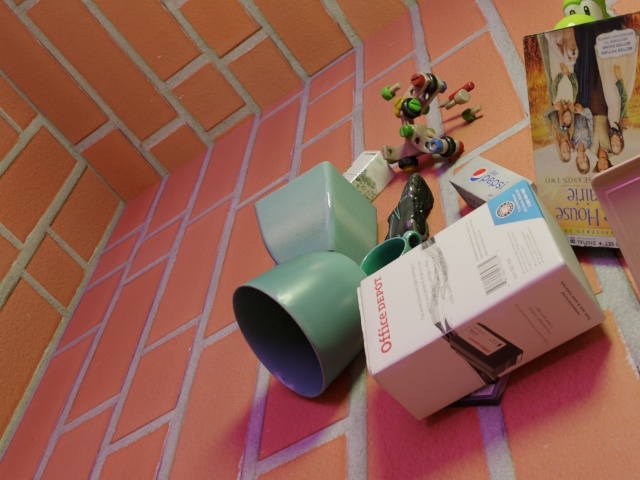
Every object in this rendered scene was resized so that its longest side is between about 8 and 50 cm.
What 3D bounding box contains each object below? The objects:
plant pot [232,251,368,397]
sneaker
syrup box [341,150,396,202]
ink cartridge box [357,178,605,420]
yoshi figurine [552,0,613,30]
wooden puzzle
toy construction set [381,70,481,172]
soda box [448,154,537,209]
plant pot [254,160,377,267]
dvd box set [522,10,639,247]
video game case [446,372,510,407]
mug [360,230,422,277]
[{"bbox_3d":[-0.012,0.160,1.880,0.235,0.293,0.293,-36,19,-29],"label":"plant pot"},{"bbox_3d":[0.220,-0.079,2.169,0.106,0.101,0.267,-28,26,31],"label":"sneaker"},{"bbox_3d":[0.103,-0.151,2.474,0.237,0.093,0.096,-47,24,-17],"label":"syrup box"},{"bbox_3d":[0.281,0.110,1.576,0.395,0.166,0.285,-33,29,19],"label":"ink cartridge box"},{"bbox_3d":[0.567,-0.328,1.739,0.204,0.362,0.203,-23,16,14],"label":"yoshi figurine"},{"bbox_3d":[0.604,-0.044,1.419,0.221,0.238,0.044,-27,-10,27],"label":"wooden puzzle"},{"bbox_3d":[0.289,-0.333,2.414,0.309,0.257,0.237,-33,1,-41],"label":"toy construction set"},{"bbox_3d":[0.409,-0.107,1.949,0.098,0.091,0.286,-42,23,-1],"label":"soda box"},{"bbox_3d":[0.000,0.000,2.192,0.248,0.247,0.252,-30,42,22],"label":"plant pot"},{"bbox_3d":[0.523,-0.196,1.580,0.062,0.420,0.308,-12,10,-30],"label":"dvd box set"},{"bbox_3d":[0.300,0.208,1.638,0.196,0.026,0.274,-15,33,45],"label":"video game case"},{"bbox_3d":[0.183,0.064,1.973,0.158,0.097,0.129,-34,24,12],"label":"mug"}]
